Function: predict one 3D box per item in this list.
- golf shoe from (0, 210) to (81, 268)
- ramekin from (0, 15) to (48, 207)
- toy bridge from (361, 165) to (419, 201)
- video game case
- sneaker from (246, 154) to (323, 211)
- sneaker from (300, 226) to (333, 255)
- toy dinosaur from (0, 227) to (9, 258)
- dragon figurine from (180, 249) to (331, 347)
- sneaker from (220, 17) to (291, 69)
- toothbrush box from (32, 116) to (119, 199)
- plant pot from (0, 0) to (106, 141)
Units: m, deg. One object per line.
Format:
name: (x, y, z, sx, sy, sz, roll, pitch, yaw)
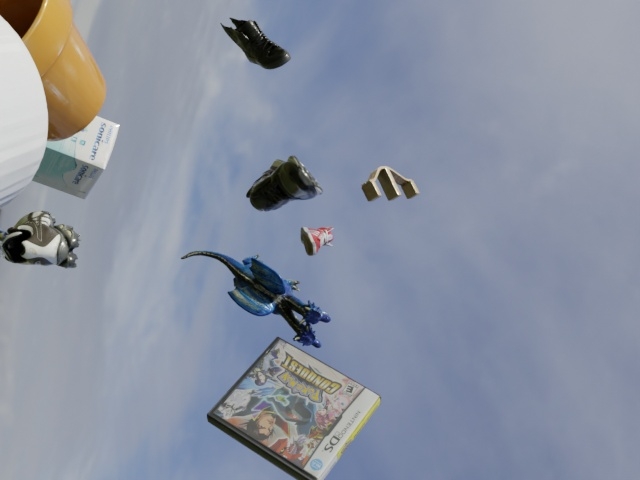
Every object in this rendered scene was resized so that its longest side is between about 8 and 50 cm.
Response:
golf shoe: (-0.437, -0.005, 1.262, 0.198, 0.094, 0.077, 9, -83, 50)
ramekin: (-0.422, -0.134, 0.879, 0.277, 0.277, 0.135, -67, 169, 24)
toy bridge: (0.126, -0.106, 1.567, 0.026, 0.188, 0.063, -31, -101, 28)
video game case: (-0.053, 0.351, 1.762, 0.248, 0.275, 0.035, -46, 153, -35)
sneaker: (-0.087, -0.105, 1.847, 0.124, 0.107, 0.283, -42, -169, -10)
sneaker: (0.000, 0.000, 1.695, 0.118, 0.067, 0.042, -117, -150, -68)
toy dinosaur: (-0.609, -0.011, 1.638, 0.047, 0.082, 0.090, -51, -144, 26)
dragon figurine: (-0.107, 0.082, 1.484, 0.085, 0.289, 0.144, -56, -175, 1)
sneaker: (-0.129, -0.394, 1.671, 0.051, 0.089, 0.170, -41, -145, -17)
toothbrush box: (-0.635, -0.227, 1.919, 0.216, 0.295, 0.126, -33, -140, 59)
plant pot: (-0.388, -0.234, 1.117, 0.205, 0.188, 0.205, -11, -120, 19)
